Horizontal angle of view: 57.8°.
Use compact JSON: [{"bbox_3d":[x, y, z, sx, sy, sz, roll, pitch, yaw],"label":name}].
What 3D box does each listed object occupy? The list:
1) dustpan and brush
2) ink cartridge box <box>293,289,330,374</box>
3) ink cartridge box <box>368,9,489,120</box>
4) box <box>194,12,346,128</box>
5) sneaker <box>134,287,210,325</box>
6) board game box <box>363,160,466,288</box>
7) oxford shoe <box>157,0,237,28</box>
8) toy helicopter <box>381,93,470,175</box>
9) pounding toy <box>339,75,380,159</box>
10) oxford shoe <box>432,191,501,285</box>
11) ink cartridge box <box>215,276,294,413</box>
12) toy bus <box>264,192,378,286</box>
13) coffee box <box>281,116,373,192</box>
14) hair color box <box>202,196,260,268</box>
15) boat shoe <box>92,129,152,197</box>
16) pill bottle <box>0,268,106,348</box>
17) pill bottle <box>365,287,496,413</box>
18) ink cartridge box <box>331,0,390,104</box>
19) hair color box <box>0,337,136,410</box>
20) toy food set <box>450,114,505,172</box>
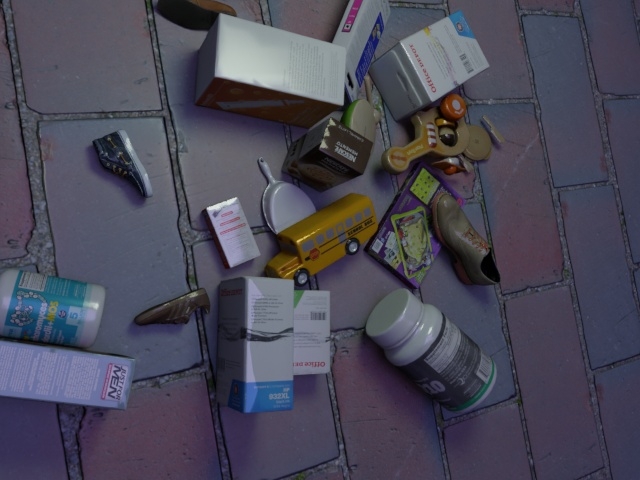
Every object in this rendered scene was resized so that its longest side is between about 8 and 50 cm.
[{"bbox_3d":[-0.114,-0.135,1.598,0.147,0.060,0.211,-29,103,-27],"label":"dustpan and brush"},{"bbox_3d":[-0.062,0.243,1.546,0.160,0.092,0.219,4,82,-25],"label":"ink cartridge box"},{"bbox_3d":[0.327,-0.532,1.775,0.270,0.197,0.198,-34,99,-25],"label":"ink cartridge box"},{"bbox_3d":[-0.134,-0.434,1.530,0.345,0.215,0.168,7,81,-24],"label":"box"},{"bbox_3d":[-0.358,0.181,1.426,0.188,0.066,0.071,-23,94,-26],"label":"sneaker"},{"bbox_3d":[0.296,-0.049,1.784,0.208,0.056,0.347,38,69,-12],"label":"board game box"},{"bbox_3d":[-0.329,-0.617,1.554,0.212,0.076,0.076,7,51,-23],"label":"oxford shoe"},{"bbox_3d":[0.327,-0.277,1.760,0.355,0.140,0.235,-31,95,-30],"label":"toy helicopter"},{"bbox_3d":[0.084,-0.332,1.677,0.183,0.110,0.237,61,41,-48],"label":"pounding toy"},{"bbox_3d":[0.455,-0.005,1.767,0.123,0.130,0.348,-48,119,-24],"label":"oxford shoe"},{"bbox_3d":[-0.164,0.249,1.423,0.129,0.223,0.307,4,82,-26],"label":"ink cartridge box"},{"bbox_3d":[0.000,0.000,1.577,0.332,0.108,0.130,-30,119,-26],"label":"toy bus"},{"bbox_3d":[0.013,-0.223,1.556,0.141,0.246,0.098,26,73,-20],"label":"coffee box"},{"bbox_3d":[-0.234,-0.020,1.520,0.093,0.053,0.167,-23,95,-25],"label":"hair color box"},{"bbox_3d":[-0.484,-0.176,1.417,0.083,0.065,0.183,-27,88,-25],"label":"boat shoe"},{"bbox_3d":[-0.618,0.146,1.261,0.264,0.146,0.146,14,78,-23],"label":"pill bottle"},{"bbox_3d":[0.313,0.312,1.657,0.361,0.204,0.204,42,68,-15],"label":"pill bottle"},{"bbox_3d":[0.113,-0.592,1.700,0.069,0.176,0.371,12,71,21],"label":"ink cartridge box"},{"bbox_3d":[-0.603,0.274,1.229,0.374,0.185,0.114,15,76,-24],"label":"hair color box"},{"bbox_3d":[0.514,-0.320,1.934,0.192,0.038,0.132,-39,93,-19],"label":"toy food set"}]
